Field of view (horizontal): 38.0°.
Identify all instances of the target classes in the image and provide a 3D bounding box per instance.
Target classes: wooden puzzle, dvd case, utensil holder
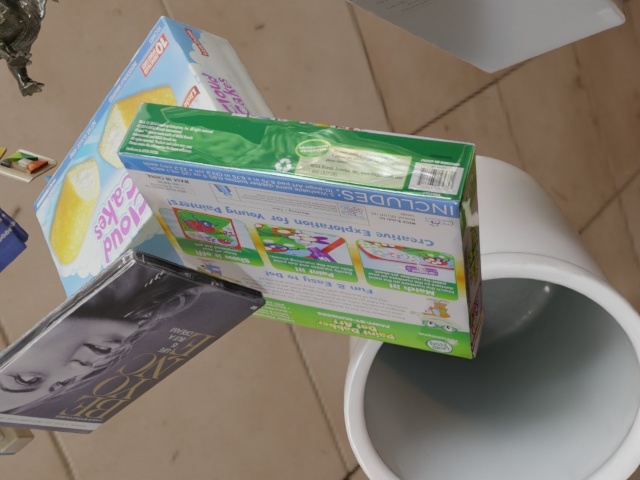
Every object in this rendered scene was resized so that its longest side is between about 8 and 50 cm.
[{"bbox_3d":[-0.428,-0.110,1.341,0.078,0.116,0.014,-69,172,-59],"label":"wooden puzzle"},{"bbox_3d":[-0.173,0.092,0.753,0.164,0.221,0.018,24,34,-56],"label":"dvd case"},{"bbox_3d":[0.192,0.099,1.124,0.385,0.328,0.327,-86,152,-68],"label":"utensil holder"}]

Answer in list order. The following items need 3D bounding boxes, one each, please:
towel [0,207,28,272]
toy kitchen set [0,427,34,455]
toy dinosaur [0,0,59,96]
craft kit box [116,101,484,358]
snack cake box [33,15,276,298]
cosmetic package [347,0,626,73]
[{"bbox_3d":[-0.523,-0.013,1.082,0.243,0.040,0.336,-49,137,-15],"label":"towel"},{"bbox_3d":[-0.538,0.278,1.289,0.122,0.166,0.207,50,1,17],"label":"toy kitchen set"},{"bbox_3d":[-0.448,-0.263,1.195,0.121,0.314,0.160,57,13,-73],"label":"toy dinosaur"},{"bbox_3d":[0.000,0.000,0.730,0.246,0.250,0.061,75,29,-56],"label":"craft kit box"},{"bbox_3d":[-0.163,-0.062,0.908,0.089,0.264,0.152,11,40,-46],"label":"snack cake box"},{"bbox_3d":[0.110,-0.314,0.809,0.453,0.162,0.230,4,70,-59],"label":"cosmetic package"}]
